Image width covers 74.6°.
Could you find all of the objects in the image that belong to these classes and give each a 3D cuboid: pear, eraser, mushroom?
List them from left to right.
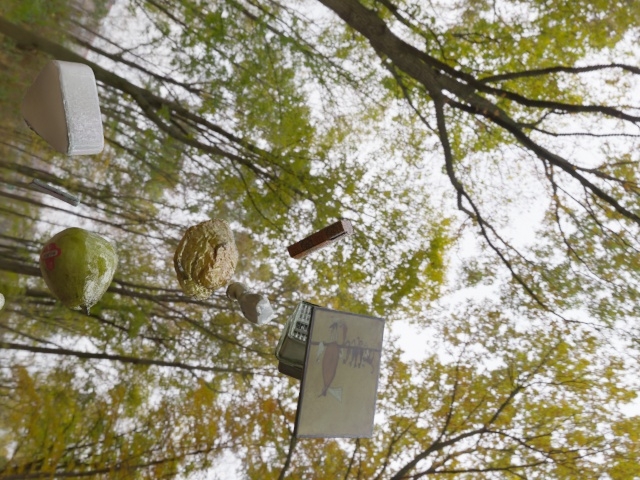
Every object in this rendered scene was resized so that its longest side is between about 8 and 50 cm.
[{"bbox_3d":[-0.949,-0.462,1.579,0.332,0.150,0.331,7,-76,29],"label":"eraser"},{"bbox_3d":[-1.009,0.133,1.760,0.287,0.287,0.375,-30,-109,42],"label":"pear"},{"bbox_3d":[-0.331,0.273,1.944,0.329,0.122,0.159,25,-70,50],"label":"mushroom"}]

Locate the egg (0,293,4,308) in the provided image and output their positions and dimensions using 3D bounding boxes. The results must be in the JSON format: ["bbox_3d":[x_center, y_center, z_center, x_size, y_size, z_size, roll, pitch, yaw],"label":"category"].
[{"bbox_3d":[-1.084,0.207,1.380,0.083,0.071,0.071,-48,-137,32],"label":"egg"}]

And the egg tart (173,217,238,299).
[{"bbox_3d":[-0.472,0.079,1.800,0.153,0.339,0.351,20,-118,28],"label":"egg tart"}]

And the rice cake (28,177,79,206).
[{"bbox_3d":[-1.100,-0.199,1.738,0.033,0.208,0.033,-59,-170,31],"label":"rice cake"}]

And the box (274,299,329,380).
[{"bbox_3d":[-0.031,0.357,1.474,0.290,0.221,0.166,-69,178,-67],"label":"box"}]

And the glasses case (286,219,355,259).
[{"bbox_3d":[0.000,0.000,1.362,0.218,0.075,0.049,-26,-101,26],"label":"glasses case"}]

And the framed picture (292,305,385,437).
[{"bbox_3d":[0.062,0.367,1.160,0.014,0.256,0.338,-11,-113,59],"label":"framed picture"}]
